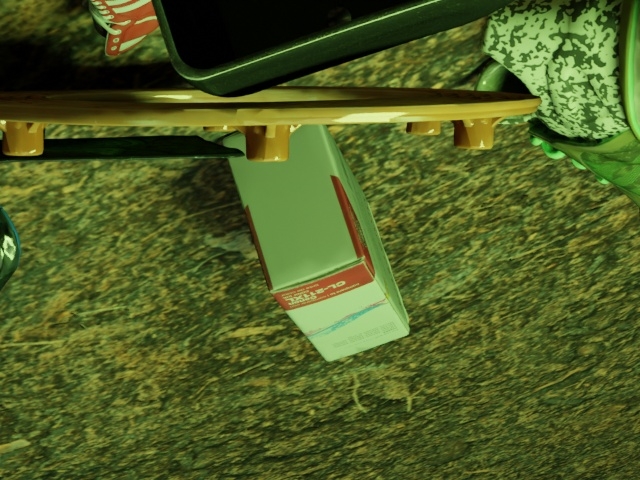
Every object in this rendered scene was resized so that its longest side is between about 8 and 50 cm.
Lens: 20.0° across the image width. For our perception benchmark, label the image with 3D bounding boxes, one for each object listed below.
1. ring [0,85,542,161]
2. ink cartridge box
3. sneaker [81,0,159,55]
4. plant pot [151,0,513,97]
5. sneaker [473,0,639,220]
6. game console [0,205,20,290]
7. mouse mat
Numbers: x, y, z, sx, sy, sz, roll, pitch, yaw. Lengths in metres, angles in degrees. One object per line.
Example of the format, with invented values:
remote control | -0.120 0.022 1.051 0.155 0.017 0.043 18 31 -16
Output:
ring | -0.045 -0.068 1.025 0.336 0.032 0.336 1 -173 0
ink cartridge box | 0.000 0.000 1.318 0.072 0.127 0.175 -21 156 5
sneaker | -0.124 -0.140 1.022 0.067 0.042 0.118 -37 154 28
plant pot | -0.004 -0.170 0.901 0.187 0.188 0.167 -19 171 -3
sneaker | 0.206 -0.105 1.307 0.182 0.158 0.410 8 164 16
game console | -0.349 0.013 1.035 0.173 0.250 0.293 -35 173 -43
mouse mat | -0.135 -0.055 1.074 0.152 0.007 0.189 -2 -174 -14
